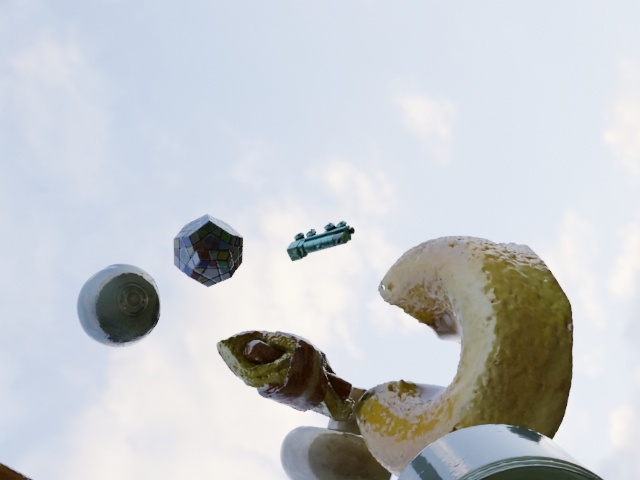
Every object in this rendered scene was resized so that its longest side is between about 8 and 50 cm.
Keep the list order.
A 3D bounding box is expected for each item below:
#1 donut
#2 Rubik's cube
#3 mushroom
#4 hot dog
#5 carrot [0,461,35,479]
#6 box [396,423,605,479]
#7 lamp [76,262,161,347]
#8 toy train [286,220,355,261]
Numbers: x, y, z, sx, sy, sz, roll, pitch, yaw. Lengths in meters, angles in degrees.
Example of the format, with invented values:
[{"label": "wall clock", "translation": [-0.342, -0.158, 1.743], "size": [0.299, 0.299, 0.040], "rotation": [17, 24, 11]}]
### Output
[{"label": "donut", "translation": [0.216, 0.181, 1.801], "size": [0.163, 0.378, 0.435], "rotation": [20, -107, -27]}, {"label": "Rubik's cube", "translation": [-0.169, 0.015, 1.760], "size": [0.111, 0.111, 0.093], "rotation": [36, -148, -39]}, {"label": "mushroom", "translation": [0.022, 0.373, 2.080], "size": [0.206, 0.206, 0.209], "rotation": [11, -125, -48]}, {"label": "hot dog", "translation": [-0.041, 0.205, 1.856], "size": [0.262, 0.093, 0.123], "rotation": [24, -140, -28]}, {"label": "carrot", "translation": [-0.269, 0.294, 1.225], "size": [0.248, 0.043, 0.043], "rotation": [34, -125, -18]}, {"label": "box", "translation": [0.175, 0.296, 1.072], "size": [0.149, 0.226, 0.226], "rotation": [-147, 41, -84]}, {"label": "lamp", "translation": [-0.246, 0.080, 1.424], "size": [0.105, 0.105, 0.105], "rotation": [15, -111, -47]}, {"label": "toy train", "translation": [0.000, 0.000, 1.496], "size": [0.029, 0.092, 0.045], "rotation": [65, -152, -20]}]
